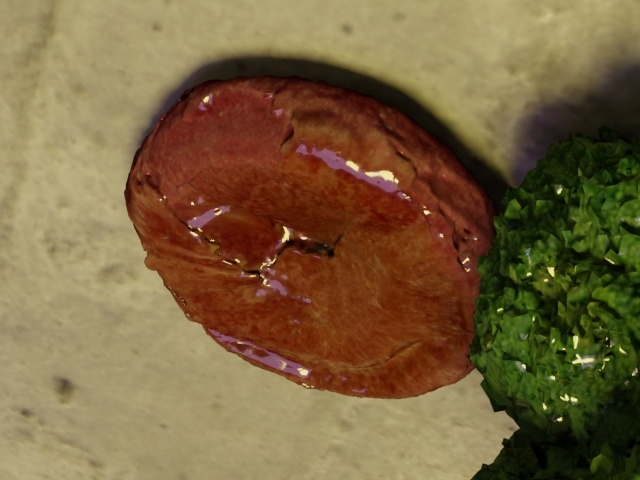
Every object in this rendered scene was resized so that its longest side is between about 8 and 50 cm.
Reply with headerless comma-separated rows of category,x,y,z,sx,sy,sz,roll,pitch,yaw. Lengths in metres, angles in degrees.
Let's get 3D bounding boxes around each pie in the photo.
pie,0.000,0.000,0.753,0.182,0.049,0.182,17,142,14

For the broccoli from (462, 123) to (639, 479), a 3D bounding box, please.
broccoli,0.213,0.145,0.630,0.413,0.310,0.321,42,144,34
